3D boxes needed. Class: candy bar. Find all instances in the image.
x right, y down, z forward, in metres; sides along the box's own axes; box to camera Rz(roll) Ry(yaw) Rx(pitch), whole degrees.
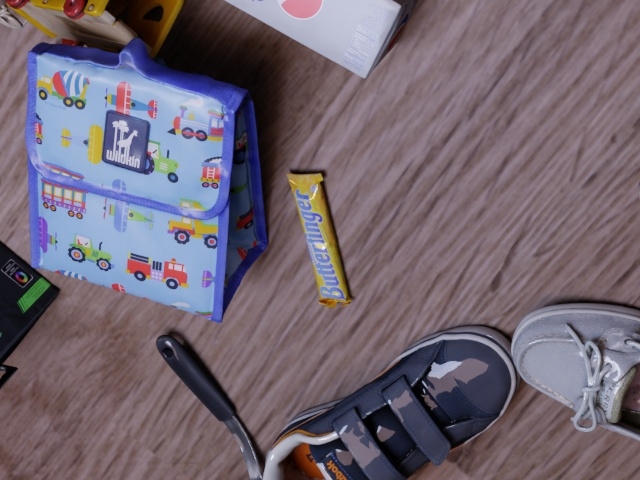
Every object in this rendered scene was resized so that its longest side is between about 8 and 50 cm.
[{"bbox_3d":[0.000,0.000,2.076,0.040,0.018,0.161,-3,115,24],"label":"candy bar"}]

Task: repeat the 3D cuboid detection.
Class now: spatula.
[{"bbox_3d":[-0.096,0.223,2.232,0.084,0.030,0.296,-26,105,34],"label":"spatula"}]

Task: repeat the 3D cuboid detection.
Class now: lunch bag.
[{"bbox_3d":[-0.177,-0.087,1.994,0.221,0.138,0.293,16,136,14],"label":"lunch bag"}]

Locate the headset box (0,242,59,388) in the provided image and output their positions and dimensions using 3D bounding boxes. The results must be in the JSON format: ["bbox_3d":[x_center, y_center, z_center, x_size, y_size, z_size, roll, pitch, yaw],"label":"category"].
[{"bbox_3d":[-0.463,0.076,2.172,0.283,0.246,0.131,41,125,-2],"label":"headset box"}]

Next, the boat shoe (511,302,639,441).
[{"bbox_3d":[0.339,0.158,1.970,0.320,0.103,0.118,23,124,9],"label":"boat shoe"}]

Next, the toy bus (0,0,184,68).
[{"bbox_3d":[-0.230,-0.251,1.979,0.202,0.104,0.191,27,168,1],"label":"toy bus"}]

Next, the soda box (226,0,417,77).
[{"bbox_3d":[-0.047,-0.274,1.894,0.286,0.098,0.091,29,122,5],"label":"soda box"}]

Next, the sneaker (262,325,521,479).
[{"bbox_3d":[0.072,0.206,2.098,0.321,0.127,0.126,-33,100,32],"label":"sneaker"}]

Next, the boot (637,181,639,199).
[{"bbox_3d":[0.348,-0.054,1.887,0.087,0.042,0.118,-3,116,27],"label":"boot"}]
